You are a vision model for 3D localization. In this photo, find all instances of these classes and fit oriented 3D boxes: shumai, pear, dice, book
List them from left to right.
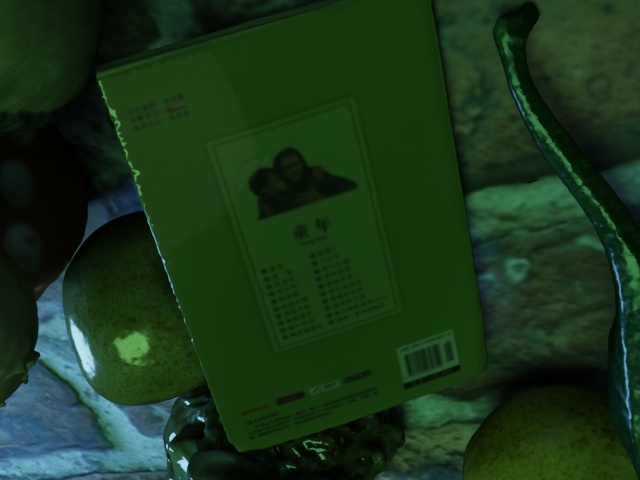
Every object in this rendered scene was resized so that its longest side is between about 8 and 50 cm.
[{"bbox_3d":[-0.324,-0.030,0.725,0.174,0.179,0.174,-13,121,23],"label":"dice"},{"bbox_3d":[-0.149,0.060,0.734,0.136,0.167,0.167,-18,121,6],"label":"pear"},{"bbox_3d":[-0.051,0.234,0.806,0.255,0.218,0.189,-14,115,26],"label":"shumai"},{"bbox_3d":[0.000,0.000,0.641,0.239,0.035,0.352,-17,119,-4],"label":"book"},{"bbox_3d":[0.218,0.208,0.721,0.177,0.178,0.178,11,130,13],"label":"pear"}]

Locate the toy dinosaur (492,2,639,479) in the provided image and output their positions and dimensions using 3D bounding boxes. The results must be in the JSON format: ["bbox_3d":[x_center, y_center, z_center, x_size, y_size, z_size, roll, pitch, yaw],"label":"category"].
[{"bbox_3d":[0.211,0.087,0.584,0.300,0.448,0.087,14,175,-26],"label":"toy dinosaur"}]

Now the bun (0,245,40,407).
[{"bbox_3d":[-0.326,0.024,0.524,0.298,0.165,0.299,3,172,0],"label":"bun"}]

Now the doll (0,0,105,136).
[{"bbox_3d":[-0.317,-0.177,0.535,0.349,0.247,0.247,-3,125,17],"label":"doll"}]
